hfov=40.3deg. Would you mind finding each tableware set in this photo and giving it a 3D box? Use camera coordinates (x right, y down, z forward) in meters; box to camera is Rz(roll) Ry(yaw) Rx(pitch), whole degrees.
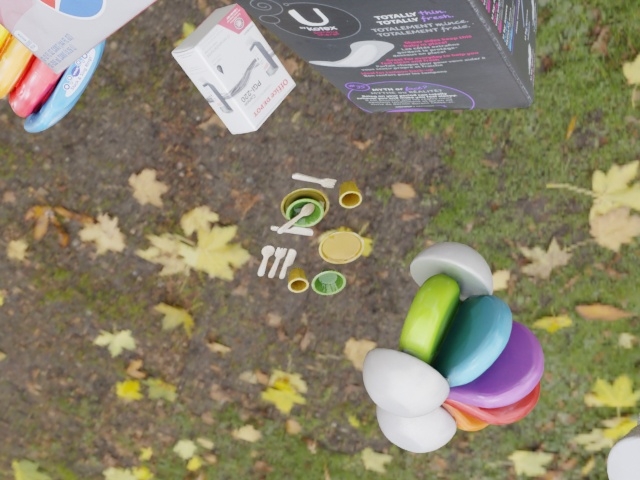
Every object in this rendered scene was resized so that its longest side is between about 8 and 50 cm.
[{"bbox_3d":[0.000,0.000,0.888,0.104,0.024,0.154,9,132,-17],"label":"tableware set"}]

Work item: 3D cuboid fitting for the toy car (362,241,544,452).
[{"bbox_3d":[0.127,0.104,0.764,0.136,0.159,0.182,17,150,25],"label":"toy car"}]

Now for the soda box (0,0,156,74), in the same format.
[{"bbox_3d":[-0.070,-0.149,0.330,0.092,0.083,0.263,43,155,-23],"label":"soda box"}]

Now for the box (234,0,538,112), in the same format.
[{"bbox_3d":[0.068,-0.208,0.684,0.165,0.143,0.270,1,172,23],"label":"box"}]

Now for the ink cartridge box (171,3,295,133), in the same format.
[{"bbox_3d":[-0.174,-0.351,1.798,0.092,0.158,0.218,2,137,48],"label":"ink cartridge box"}]

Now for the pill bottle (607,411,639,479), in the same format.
[{"bbox_3d":[0.389,0.187,0.853,0.131,0.229,0.131,30,131,41],"label":"pill bottle"}]

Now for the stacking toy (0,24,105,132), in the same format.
[{"bbox_3d":[-0.445,-0.283,1.131,0.302,0.175,0.166,31,169,-25],"label":"stacking toy"}]
